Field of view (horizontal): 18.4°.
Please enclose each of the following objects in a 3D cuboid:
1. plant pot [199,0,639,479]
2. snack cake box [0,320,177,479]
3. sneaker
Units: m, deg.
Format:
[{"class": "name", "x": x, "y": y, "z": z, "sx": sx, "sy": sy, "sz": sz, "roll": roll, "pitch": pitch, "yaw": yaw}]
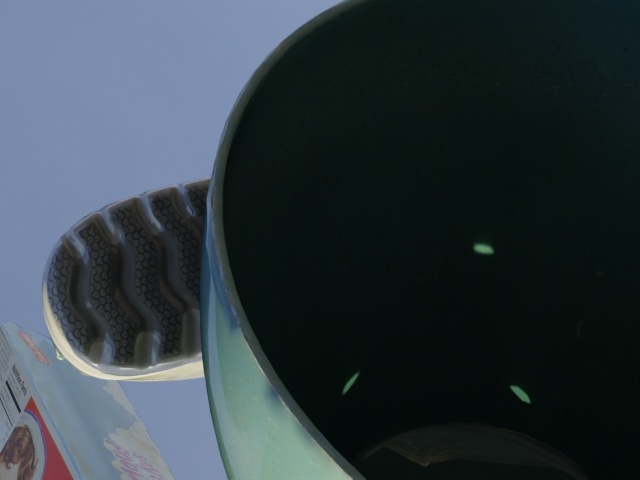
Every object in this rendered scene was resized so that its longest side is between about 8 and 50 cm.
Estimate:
[{"class": "plant pot", "x": 0.085, "y": 0.070, "z": 0.716, "sx": 0.290, "sy": 0.195, "sz": 0.290, "roll": 9, "pitch": -134, "yaw": -10}, {"class": "snack cake box", "x": -0.174, "y": 0.180, "z": 1.279, "sx": 0.089, "sy": 0.152, "sz": 0.264, "roll": 25, "pitch": -169, "yaw": -29}, {"class": "sneaker", "x": 0.000, "y": 0.000, "z": 0.921, "sx": 0.281, "sy": 0.115, "sz": 0.105, "roll": -10, "pitch": -99, "yaw": -19}]
